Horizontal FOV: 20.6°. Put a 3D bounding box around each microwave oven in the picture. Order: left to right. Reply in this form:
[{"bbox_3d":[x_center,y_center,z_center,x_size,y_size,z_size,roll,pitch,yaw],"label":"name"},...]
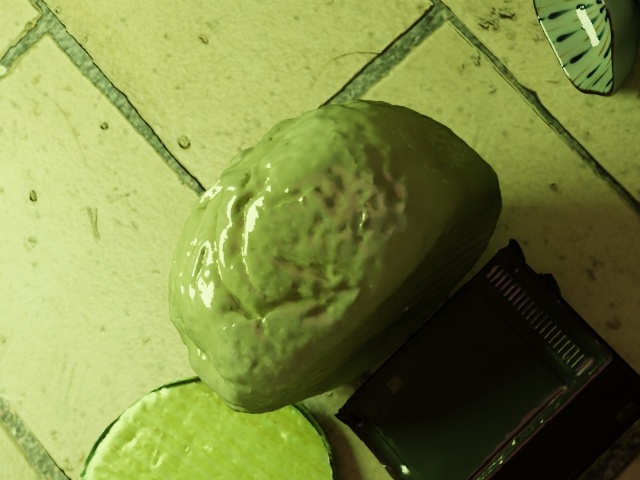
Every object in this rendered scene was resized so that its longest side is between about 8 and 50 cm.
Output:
[{"bbox_3d":[0.174,0.158,1.714,0.247,0.188,0.178,-45,61,6],"label":"microwave oven"}]

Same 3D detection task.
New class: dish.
[{"bbox_3d":[0.283,-0.242,1.804,0.066,0.191,0.191,-21,68,-11],"label":"dish"}]

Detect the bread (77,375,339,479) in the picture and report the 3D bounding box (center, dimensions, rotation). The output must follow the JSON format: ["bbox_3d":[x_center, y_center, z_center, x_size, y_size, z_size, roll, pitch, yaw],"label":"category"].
[{"bbox_3d":[-0.119,0.281,1.849,0.301,0.045,0.301,-4,74,15],"label":"bread"}]

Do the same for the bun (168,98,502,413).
[{"bbox_3d":[0.000,0.000,1.732,0.349,0.352,0.227,-36,76,-22],"label":"bun"}]
